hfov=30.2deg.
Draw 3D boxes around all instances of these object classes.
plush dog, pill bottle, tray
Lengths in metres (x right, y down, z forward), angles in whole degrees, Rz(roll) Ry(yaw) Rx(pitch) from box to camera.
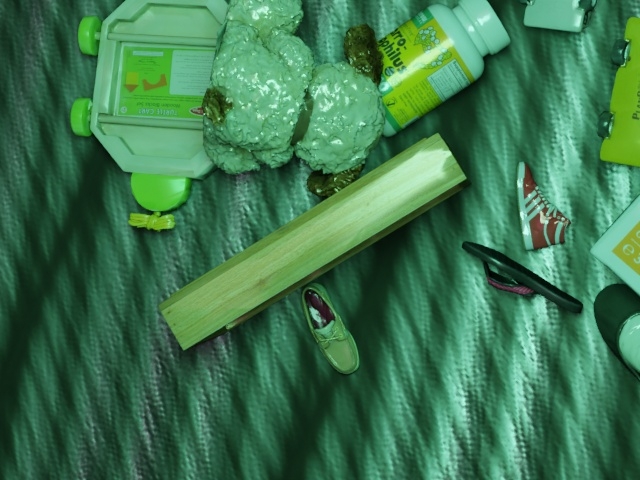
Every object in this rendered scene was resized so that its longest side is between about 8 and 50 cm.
[{"bbox_3d":[-0.028,-0.172,1.489,0.225,0.211,0.263,12,111,-3],"label":"plush dog"},{"bbox_3d":[0.143,-0.240,1.575,0.208,0.117,0.118,-33,81,9],"label":"pill bottle"},{"bbox_3d":[0.000,0.000,1.546,0.410,0.203,0.076,-32,86,8],"label":"tray"}]

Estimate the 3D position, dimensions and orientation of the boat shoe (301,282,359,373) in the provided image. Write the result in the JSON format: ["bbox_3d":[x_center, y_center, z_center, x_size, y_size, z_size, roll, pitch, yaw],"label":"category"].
[{"bbox_3d":[0.008,0.122,1.621,0.050,0.045,0.135,-31,82,9],"label":"boat shoe"}]

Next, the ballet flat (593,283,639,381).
[{"bbox_3d":[0.453,0.168,1.502,0.095,0.096,0.280,-40,80,8],"label":"ballet flat"}]

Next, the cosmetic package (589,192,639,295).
[{"bbox_3d":[0.564,-0.084,1.419,0.230,0.161,0.453,42,107,10],"label":"cosmetic package"}]

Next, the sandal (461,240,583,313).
[{"bbox_3d":[0.260,0.056,1.566,0.179,0.067,0.040,32,105,9],"label":"sandal"}]

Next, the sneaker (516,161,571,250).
[{"bbox_3d":[0.296,-0.049,1.572,0.067,0.042,0.119,-7,93,15],"label":"sneaker"}]

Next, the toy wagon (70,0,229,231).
[{"bbox_3d":[-0.217,-0.184,1.672,0.267,0.068,0.345,5,89,12],"label":"toy wagon"}]

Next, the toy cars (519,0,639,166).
[{"bbox_3d":[0.378,-0.277,1.546,0.176,0.087,0.394,-32,77,24],"label":"toy cars"}]
